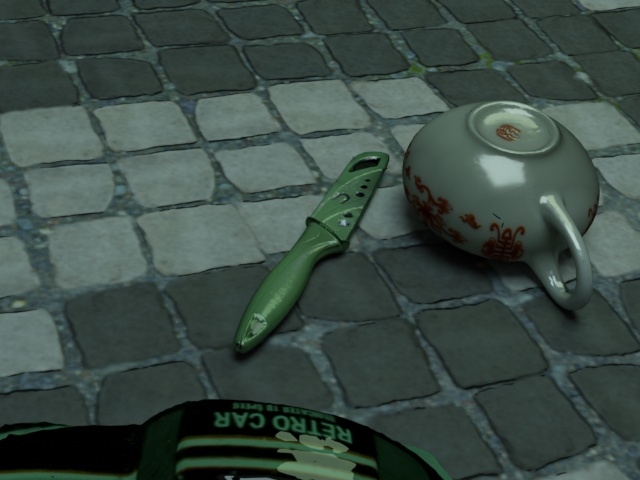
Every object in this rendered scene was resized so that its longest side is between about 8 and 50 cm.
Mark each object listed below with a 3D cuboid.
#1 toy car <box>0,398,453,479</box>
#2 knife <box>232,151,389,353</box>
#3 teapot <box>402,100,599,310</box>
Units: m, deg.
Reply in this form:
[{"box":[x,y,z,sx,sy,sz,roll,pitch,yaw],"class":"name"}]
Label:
[{"box":[-0.056,0.149,0.627,0.306,0.125,0.136,7,35,-7],"class":"toy car"},{"box":[0.000,0.002,0.976,0.043,0.020,0.293,16,37,13],"class":"knife"},{"box":[0.152,-0.042,1.005,0.159,0.116,0.245,3,42,-25],"class":"teapot"}]
